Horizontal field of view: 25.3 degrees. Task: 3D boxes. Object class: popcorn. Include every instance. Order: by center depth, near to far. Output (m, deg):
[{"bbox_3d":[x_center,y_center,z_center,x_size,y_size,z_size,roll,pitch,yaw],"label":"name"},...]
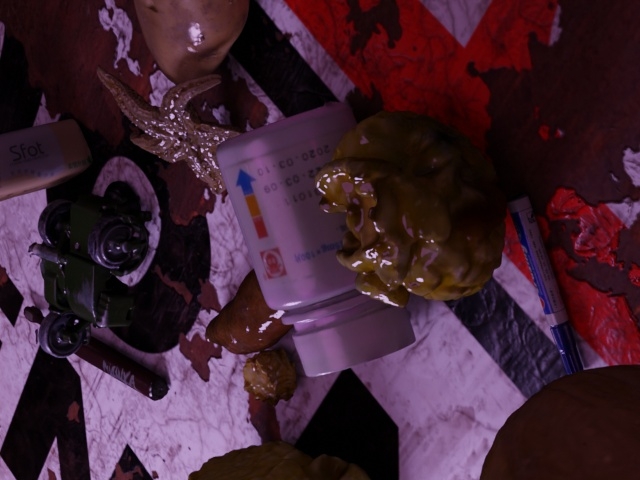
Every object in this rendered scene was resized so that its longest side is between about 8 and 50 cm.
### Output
[{"bbox_3d":[0.094,-0.034,1.497,0.218,0.189,0.169,54,143,20],"label":"popcorn"},{"bbox_3d":[-0.077,0.364,1.845,0.286,0.225,0.173,-2,109,50],"label":"popcorn"},{"bbox_3d":[-0.065,0.181,1.880,0.083,0.057,0.082,39,129,25],"label":"popcorn"}]

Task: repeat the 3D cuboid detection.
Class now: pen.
[{"bbox_3d":[0.238,0.049,1.502,0.025,0.025,0.204,-15,95,50],"label":"pen"}]

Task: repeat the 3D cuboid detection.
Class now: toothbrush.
[{"bbox_3d":[-0.360,0.170,2.226,0.364,0.041,0.041,22,122,42],"label":"toothbrush"}]

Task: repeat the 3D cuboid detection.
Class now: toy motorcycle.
[{"bbox_3d":[-0.326,0.048,2.077,0.205,0.127,0.275,17,112,43],"label":"toy motorcycle"}]

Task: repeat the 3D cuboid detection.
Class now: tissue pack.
[{"bbox_3d":[-0.473,-0.104,2.088,0.186,0.222,0.090,-17,91,51],"label":"tissue pack"}]

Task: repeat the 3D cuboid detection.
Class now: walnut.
[{"bbox_3d":[0.296,0.277,1.324,0.333,0.333,0.333,23,123,41],"label":"walnut"}]

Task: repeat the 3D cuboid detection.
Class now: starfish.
[{"bbox_3d":[-0.167,-0.138,1.804,0.277,0.062,0.236,20,151,11],"label":"starfish"}]

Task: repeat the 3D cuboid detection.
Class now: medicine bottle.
[{"bbox_3d":[0.000,0.000,1.637,0.170,0.170,0.293,-15,94,50],"label":"medicine bottle"}]

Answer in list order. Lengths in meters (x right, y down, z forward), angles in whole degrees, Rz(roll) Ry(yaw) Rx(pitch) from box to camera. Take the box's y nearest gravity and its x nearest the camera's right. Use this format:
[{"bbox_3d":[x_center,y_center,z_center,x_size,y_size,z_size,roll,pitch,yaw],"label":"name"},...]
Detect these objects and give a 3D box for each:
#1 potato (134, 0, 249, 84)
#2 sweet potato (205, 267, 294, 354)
[{"bbox_3d":[-0.164,-0.296,1.725,0.161,0.128,0.235,58,146,14],"label":"potato"},{"bbox_3d":[-0.082,0.093,1.829,0.292,0.097,0.097,-39,77,49],"label":"sweet potato"}]
